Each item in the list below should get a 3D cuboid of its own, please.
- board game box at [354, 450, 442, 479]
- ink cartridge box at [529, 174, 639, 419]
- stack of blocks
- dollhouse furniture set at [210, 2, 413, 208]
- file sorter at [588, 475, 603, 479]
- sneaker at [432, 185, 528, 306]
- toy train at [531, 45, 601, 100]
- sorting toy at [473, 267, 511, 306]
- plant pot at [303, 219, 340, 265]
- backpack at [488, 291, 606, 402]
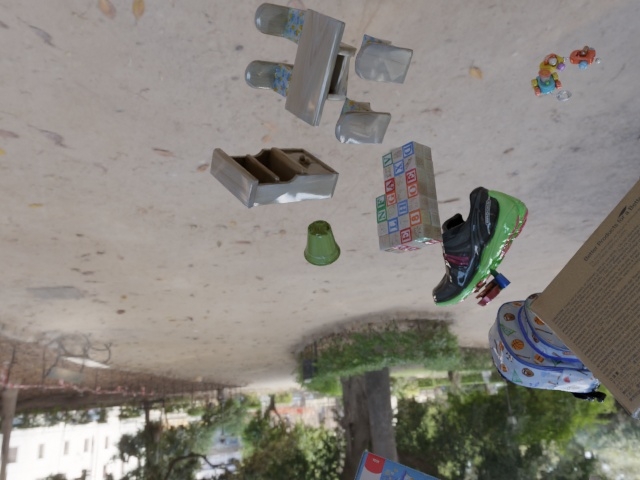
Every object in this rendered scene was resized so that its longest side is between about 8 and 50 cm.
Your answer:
[{"bbox_3d":[0.231,0.510,0.868,0.308,0.086,0.302,11,149,24],"label":"board game box"},{"bbox_3d":[0.390,0.058,0.544,0.088,0.193,0.234,22,113,-23],"label":"ink cartridge box"},{"bbox_3d":[0.256,-0.124,1.441,0.087,0.297,0.171,9,161,-38],"label":"stack of blocks"},{"bbox_3d":[-0.065,-0.293,1.056,0.257,0.362,0.394,-11,129,-40],"label":"dollhouse furniture set"},{"bbox_3d":[0.553,0.564,0.763,0.277,0.193,0.173,47,152,-12],"label":"file sorter"},{"bbox_3d":[0.468,0.024,1.517,0.185,0.202,0.482,-27,148,-39],"label":"sneaker"},{"bbox_3d":[0.579,-0.411,1.139,0.125,0.166,0.046,24,161,38],"label":"toy train"},{"bbox_3d":[0.303,0.080,0.856,0.061,0.042,0.102,-51,161,28],"label":"sorting toy"},{"bbox_3d":[0.000,0.000,1.050,0.083,0.083,0.079,-4,136,4],"label":"plant pot"},{"bbox_3d":[0.586,0.264,1.249,0.264,0.276,0.213,-4,128,2],"label":"backpack"}]
